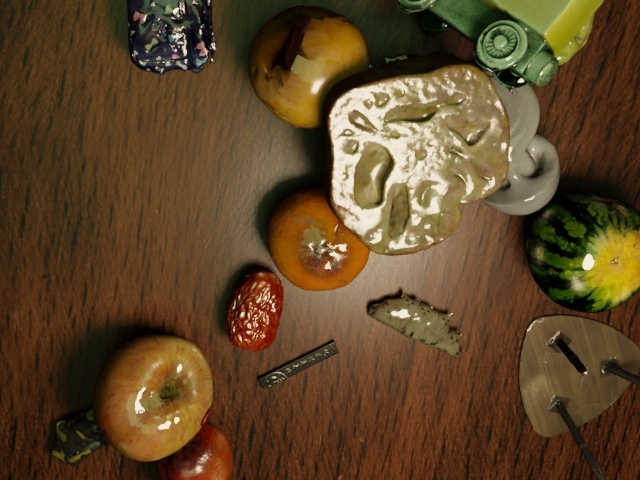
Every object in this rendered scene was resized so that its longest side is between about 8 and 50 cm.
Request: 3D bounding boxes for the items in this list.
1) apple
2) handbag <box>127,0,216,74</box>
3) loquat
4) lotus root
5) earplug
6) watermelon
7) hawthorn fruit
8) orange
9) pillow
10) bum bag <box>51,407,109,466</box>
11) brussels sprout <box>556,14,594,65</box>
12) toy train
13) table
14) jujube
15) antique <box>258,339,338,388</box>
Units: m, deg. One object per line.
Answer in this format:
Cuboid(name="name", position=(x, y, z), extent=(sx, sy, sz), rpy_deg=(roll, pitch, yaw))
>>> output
Cuboid(name="apple", position=(-0.345, 0.319, 1.605), extent=(0.260, 0.194, 0.261), rpy_deg=(14, 64, -31))
Cuboid(name="handbag", position=(-0.287, -0.448, 1.487), extent=(0.161, 0.113, 0.260), rpy_deg=(-4, 106, 0))
Cuboid(name="loquat", position=(-0.023, -0.331, 1.492), extent=(0.234, 0.235, 0.235), rpy_deg=(-2, 104, -7))
Cuboid(name="lotus root", position=(0.164, -0.169, 1.460), extent=(0.374, 0.111, 0.390), rpy_deg=(30, 104, -21))
Cuboid(name="earplug", position=(0.376, -0.201, 1.620), extent=(0.214, 0.175, 0.326), rpy_deg=(-27, 99, 20))
Cuboid(name="watermelon", position=(0.571, 0.024, 1.654), extent=(0.268, 0.269, 0.269), rpy_deg=(-2, 104, -7))
Cuboid(name="hawthorn fruit", position=(-0.267, 0.493, 1.702), extent=(0.169, 0.169, 0.188), rpy_deg=(-30, 126, 0))
Cuboid(name="orange", position=(0.000, 0.000, 1.607), extent=(0.224, 0.170, 0.224), rpy_deg=(-2, 106, -7))
Cuboid(name="pillow", position=(0.226, 0.180, 1.744), extent=(0.241, 0.051, 0.093), rpy_deg=(26, 99, -11))
Cuboid(name="bum bag", position=(-0.483, 0.407, 1.698), extent=(0.232, 0.060, 0.107), rpy_deg=(-27, 97, -2))
Cuboid(name="brussels sprout", position=(0.447, -0.451, 1.569), extent=(0.223, 0.161, 0.223), rpy_deg=(0, 90, 12))
Cuboid(name="toy train", position=(0.325, -0.462, 1.463), extent=(0.397, 0.160, 0.253), rpy_deg=(45, 104, 27))
Cuboid(name="table", position=(0.635, 0.335, 1.737), extent=(0.317, 0.249, 0.318), rpy_deg=(-2, 104, -7))
Cuboid(name="jujube", position=(-0.138, 0.147, 1.663), extent=(0.112, 0.109, 0.176), rpy_deg=(9, 96, -47))
Cuboid(name="antique", position=(-0.048, 0.279, 1.749), extent=(0.192, 0.015, 0.031), rpy_deg=(-26, 106, -1))
